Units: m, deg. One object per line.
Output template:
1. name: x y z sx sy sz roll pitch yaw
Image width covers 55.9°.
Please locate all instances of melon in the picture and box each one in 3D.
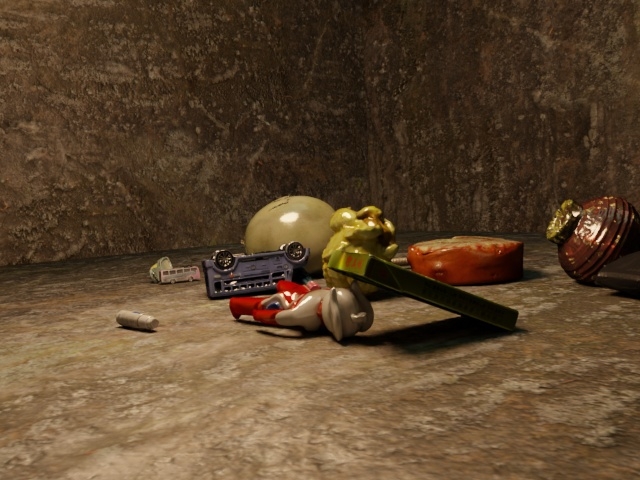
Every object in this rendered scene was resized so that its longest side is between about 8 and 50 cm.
1. melon: -0.093 -0.010 1.938 0.329 0.269 0.268 -10 3 7

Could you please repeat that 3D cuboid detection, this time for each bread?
1. bread: 0.420 0.054 1.723 0.327 0.114 0.295 -4 5 -27

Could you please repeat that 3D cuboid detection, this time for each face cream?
1. face cream: -0.379 0.167 1.258 0.130 0.034 0.034 0 5 44

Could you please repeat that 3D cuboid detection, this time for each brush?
1. brush: -0.577 0.110 2.120 0.060 0.068 0.297 -23 7 -1

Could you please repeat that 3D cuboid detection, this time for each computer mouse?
1. computer mouse: 0.710 0.082 1.292 0.147 0.088 0.264 -21 9 -13

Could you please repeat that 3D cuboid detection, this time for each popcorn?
1. popcorn: 0.098 0.036 1.526 0.194 0.255 0.256 21 39 19

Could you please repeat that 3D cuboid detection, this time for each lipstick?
1. lipstick: -0.036 0.116 1.677 0.053 0.054 0.234 -4 8 -15

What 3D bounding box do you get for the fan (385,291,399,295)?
1. fan: 0.233 0.128 1.562 0.113 0.005 0.175 -2 5 20

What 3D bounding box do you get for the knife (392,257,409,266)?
1. knife: 0.321 0.077 2.024 0.364 0.043 0.089 -5 -29 -1

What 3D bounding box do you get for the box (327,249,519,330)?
1. box: 0.182 0.088 1.092 0.311 0.043 0.173 21 -4 -19

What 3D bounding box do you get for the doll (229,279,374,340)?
1. doll: -0.030 0.128 1.182 0.188 0.099 0.384 -17 7 -31

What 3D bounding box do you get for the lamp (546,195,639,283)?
1. lamp: 0.694 -0.005 1.519 0.246 0.247 0.247 -3 4 0

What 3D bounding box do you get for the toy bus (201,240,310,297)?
1. toy bus: -0.172 0.081 1.658 0.292 0.133 0.125 -7 0 -17

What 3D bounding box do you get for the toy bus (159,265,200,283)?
1. toy bus: -0.464 0.112 1.984 0.130 0.052 0.037 -6 3 -28
